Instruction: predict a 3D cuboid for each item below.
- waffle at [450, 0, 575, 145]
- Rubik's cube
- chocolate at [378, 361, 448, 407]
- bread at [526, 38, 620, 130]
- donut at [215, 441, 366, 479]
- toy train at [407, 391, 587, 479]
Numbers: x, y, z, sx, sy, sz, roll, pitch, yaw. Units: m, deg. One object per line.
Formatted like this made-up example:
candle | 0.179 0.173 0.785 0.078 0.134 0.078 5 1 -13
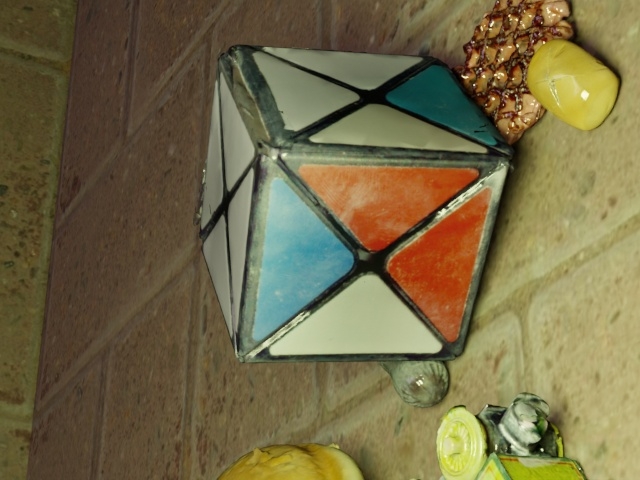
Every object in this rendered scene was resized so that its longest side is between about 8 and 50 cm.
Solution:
waffle | 0.232 -0.211 1.817 0.234 0.055 0.221 -55 31 32
Rubik's cube | 0.028 -0.052 1.814 0.310 0.307 0.305 -118 32 -57
chocolate | 0.111 0.151 1.859 0.072 0.072 0.167 -66 27 22
bread | 0.278 -0.176 1.655 0.115 0.056 0.082 47 122 33
donut | -0.053 0.458 1.895 0.449 0.198 0.449 -48 32 45
toy train | 0.181 0.292 1.565 0.261 0.134 0.177 -63 36 28
